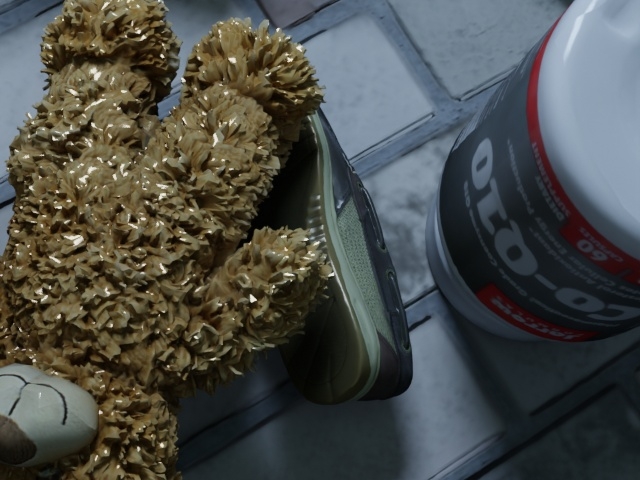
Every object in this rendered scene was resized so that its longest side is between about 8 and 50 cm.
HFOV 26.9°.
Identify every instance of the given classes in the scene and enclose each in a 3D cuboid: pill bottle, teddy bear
[{"bbox_3d":[0.157,-0.030,0.748,0.161,0.283,0.161,2,76,-9],"label":"pill bottle"},{"bbox_3d":[-0.116,0.009,0.734,0.245,0.113,0.338,33,73,2],"label":"teddy bear"}]

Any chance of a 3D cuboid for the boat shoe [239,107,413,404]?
[{"bbox_3d":[0.001,0.000,0.826,0.073,0.080,0.223,17,48,-47],"label":"boat shoe"}]
